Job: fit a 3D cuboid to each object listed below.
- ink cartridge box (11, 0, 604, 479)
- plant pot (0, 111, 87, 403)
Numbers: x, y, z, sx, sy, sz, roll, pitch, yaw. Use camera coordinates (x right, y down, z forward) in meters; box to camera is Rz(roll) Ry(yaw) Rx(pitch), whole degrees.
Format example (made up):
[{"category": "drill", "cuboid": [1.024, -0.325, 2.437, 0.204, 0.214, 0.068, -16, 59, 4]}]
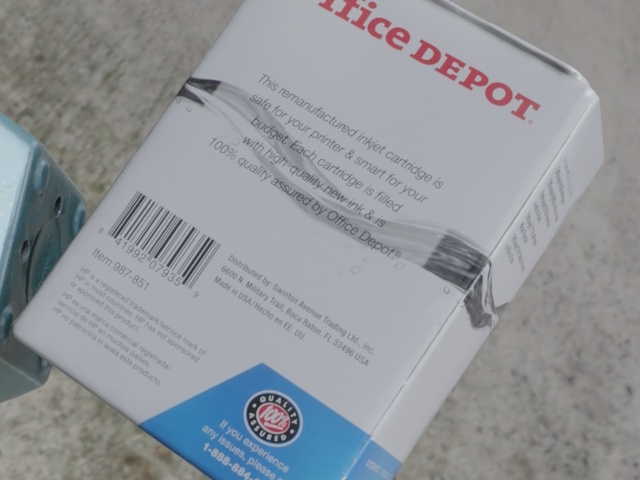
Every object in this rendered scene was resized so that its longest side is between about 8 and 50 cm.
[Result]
[{"category": "ink cartridge box", "cuboid": [0.000, 0.000, 0.881, 0.223, 0.307, 0.129, 32, -6, 20]}, {"category": "plant pot", "cuboid": [-0.308, 0.004, 0.999, 0.247, 0.252, 0.248, 75, 25, -74]}]
